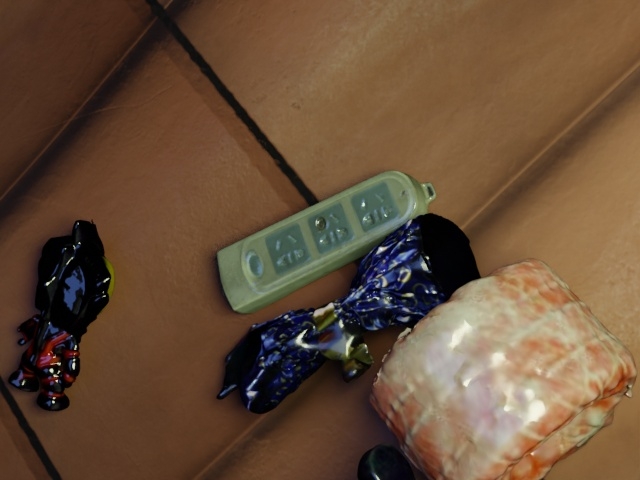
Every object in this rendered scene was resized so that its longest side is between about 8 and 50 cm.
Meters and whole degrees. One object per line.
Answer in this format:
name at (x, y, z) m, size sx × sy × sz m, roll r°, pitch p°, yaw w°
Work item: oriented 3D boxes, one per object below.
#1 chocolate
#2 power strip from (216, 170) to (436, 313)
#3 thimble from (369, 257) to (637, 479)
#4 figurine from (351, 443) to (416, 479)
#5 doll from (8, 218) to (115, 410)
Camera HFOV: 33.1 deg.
chocolate at (0.010, 0.099, 1.180) m, size 0.343 × 0.126 × 0.148 m, roll -30°, pitch 47°, yaw 22°
power strip at (0.002, 0.000, 1.244) m, size 0.286 × 0.048 × 0.080 m, roll -25°, pitch 74°, yaw 20°
thimble at (0.177, 0.145, 1.034) m, size 0.239 × 0.239 × 0.162 m, roll -46°, pitch 65°, yaw 14°
figurine at (-0.009, 0.350, 1.085) m, size 0.332 × 0.185 × 0.204 m, roll -30°, pitch 94°, yaw 39°
doll at (-0.328, 0.089, 1.379) m, size 0.127 × 0.088 × 0.248 m, roll 16°, pitch 100°, yaw 7°
